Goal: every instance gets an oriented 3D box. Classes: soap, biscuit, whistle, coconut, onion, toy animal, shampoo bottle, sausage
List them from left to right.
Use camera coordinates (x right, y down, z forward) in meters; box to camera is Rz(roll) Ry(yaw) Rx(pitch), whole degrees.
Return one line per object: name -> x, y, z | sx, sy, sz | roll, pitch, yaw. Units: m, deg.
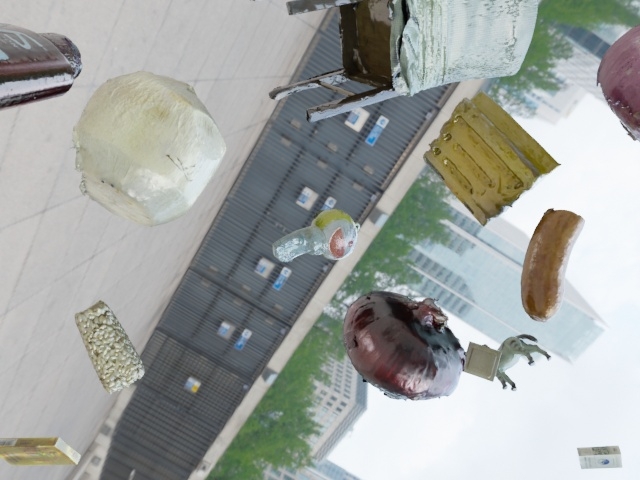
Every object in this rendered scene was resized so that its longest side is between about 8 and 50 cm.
shampoo bottle -> -0.398, -0.214, 0.572 | 0.084, 0.129, 0.323 | -58, -169, 21
biscuit -> -0.388, 0.194, 0.865 | 0.070, 0.168, 0.082 | -27, 176, -17
coconut -> -0.419, -0.235, 1.163 | 0.360, 0.346, 0.346 | -64, -174, -21
whistle -> 0.000, 0.000, 1.068 | 0.223, 0.123, 0.123 | -18, 165, -26
onion -> 0.196, 0.233, 1.097 | 0.232, 0.314, 0.314 | -61, -177, 23
soap -> 0.434, -0.208, 1.250 | 0.143, 0.281, 0.259 | -32, 166, -28
toy animal -> 0.502, 0.328, 1.316 | 0.217, 0.073, 0.176 | -39, -141, 3
sausage -> 0.537, 0.058, 1.108 | 0.109, 0.109, 0.271 | 158, -52, -82
onion -> 0.817, -0.360, 1.062 | 0.358, 0.358, 0.345 | -65, 170, -50

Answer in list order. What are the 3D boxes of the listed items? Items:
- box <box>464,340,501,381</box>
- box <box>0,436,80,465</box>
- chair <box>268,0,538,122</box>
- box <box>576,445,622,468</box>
box -> 0.402, 0.299, 1.178 | 0.035, 0.079, 0.083 | 33, 75, -76
box -> -0.579, 0.428, 0.953 | 0.022, 0.156, 0.089 | -84, 166, -47
chair -> 0.092, -0.276, 0.619 | 0.186, 0.319, 0.160 | -132, -153, -52
box -> 0.613, 0.477, 1.034 | 0.083, 0.054, 0.024 | -13, -151, 21
